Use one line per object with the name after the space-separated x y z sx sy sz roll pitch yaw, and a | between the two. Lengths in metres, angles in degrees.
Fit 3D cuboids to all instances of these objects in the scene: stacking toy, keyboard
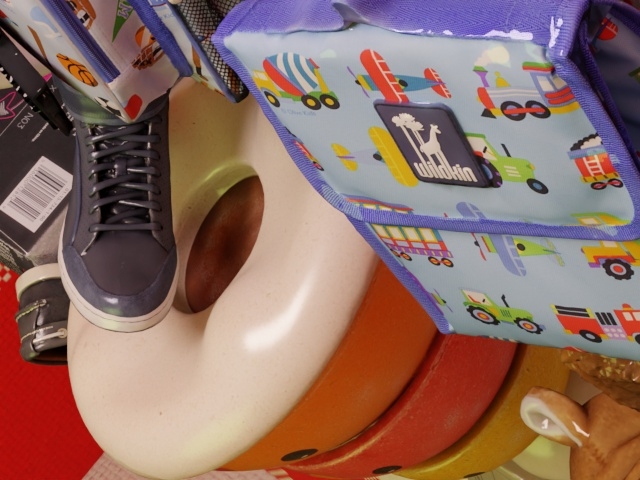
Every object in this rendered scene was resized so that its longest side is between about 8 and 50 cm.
0.080 0.075 1.503 0.480 0.350 0.350 26 176 -32 | stacking toy
-0.226 -0.138 1.180 0.192 0.038 0.100 47 172 22 | keyboard

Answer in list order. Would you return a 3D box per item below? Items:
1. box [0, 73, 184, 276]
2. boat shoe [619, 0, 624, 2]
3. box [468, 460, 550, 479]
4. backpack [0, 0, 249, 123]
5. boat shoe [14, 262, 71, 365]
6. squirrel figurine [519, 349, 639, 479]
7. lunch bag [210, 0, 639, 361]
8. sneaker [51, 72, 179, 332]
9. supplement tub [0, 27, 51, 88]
-0.188 -0.080 1.652 0.163 0.247 0.142 31 167 32 | box
0.126 -0.127 1.049 0.063 0.059 0.170 37 167 8 | boat shoe
0.276 0.227 1.703 0.311 0.121 0.148 33 166 23 | box
-0.132 -0.221 1.153 0.276 0.213 0.263 31 155 43 | backpack
-0.136 0.081 1.587 0.233 0.079 0.084 11 142 -27 | boat shoe
0.261 0.148 1.230 0.370 0.281 0.397 -103 12 -71 | squirrel figurine
0.101 -0.059 1.019 0.221 0.138 0.293 7 156 42 | lunch bag
-0.138 -0.064 1.317 0.163 0.086 0.226 94 171 -49 | sneaker
-0.308 -0.253 1.441 0.316 0.228 0.228 25 161 45 | supplement tub
